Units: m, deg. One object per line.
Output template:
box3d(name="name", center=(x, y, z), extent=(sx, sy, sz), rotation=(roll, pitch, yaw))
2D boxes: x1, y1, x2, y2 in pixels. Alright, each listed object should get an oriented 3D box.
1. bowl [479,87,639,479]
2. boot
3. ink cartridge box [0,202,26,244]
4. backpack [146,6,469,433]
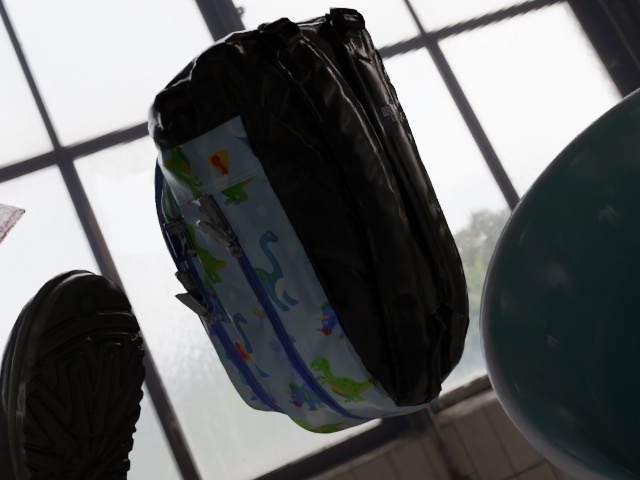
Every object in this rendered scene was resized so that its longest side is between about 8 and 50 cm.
box3d(name="bowl", center=(0.258, 0.044, 0.509), extent=(0.311, 0.312, 0.163), rotation=(-29, -57, 17))
box3d(name="boot", center=(-0.188, 0.082, 0.489), extent=(0.208, 0.190, 0.076), rotation=(18, 18, 32))
box3d(name="ink cartridge box", center=(-0.403, -0.046, 0.843), extent=(0.261, 0.066, 0.296), rotation=(11, 14, -9))
box3d(name="backpack", center=(0.000, 0.000, 0.916), extent=(0.273, 0.356, 0.290), rotation=(-36, 1, 33))
